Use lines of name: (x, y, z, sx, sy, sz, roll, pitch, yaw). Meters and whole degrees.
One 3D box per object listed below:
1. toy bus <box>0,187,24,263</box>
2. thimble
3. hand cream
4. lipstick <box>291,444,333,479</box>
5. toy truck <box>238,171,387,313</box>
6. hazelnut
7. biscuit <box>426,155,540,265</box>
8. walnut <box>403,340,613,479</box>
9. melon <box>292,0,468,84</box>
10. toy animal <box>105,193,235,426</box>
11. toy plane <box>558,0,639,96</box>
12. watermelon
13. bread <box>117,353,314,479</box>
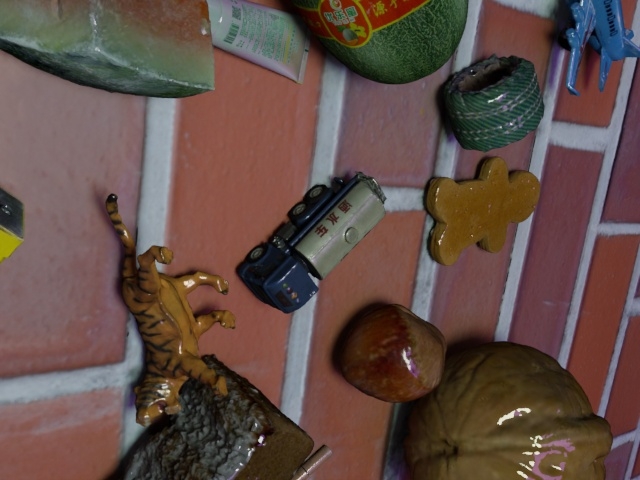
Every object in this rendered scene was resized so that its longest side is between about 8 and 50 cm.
toy bus: (-0.348, -0.054, 0.471, 0.074, 0.081, 0.226, -46, 131, 11)
thimble: (0.241, -0.193, 0.839, 0.135, 0.118, 0.090, -38, 124, -21)
hand cream: (-0.075, -0.224, 0.651, 0.174, 0.047, 0.076, 1, 103, -46)
lipstick: (-0.022, 0.333, 0.872, 0.094, 0.019, 0.019, -36, 122, -23)
toy truck: (0.000, 0.000, 0.741, 0.201, 0.088, 0.074, -45, 127, -16)
hazelnut: (0.102, 0.164, 0.845, 0.154, 0.143, 0.143, 19, 92, -55)
biscuit: (0.256, -0.053, 0.948, 0.240, 0.035, 0.158, -16, 115, -31)
walnut: (0.291, 0.312, 0.934, 0.333, 0.333, 0.332, -12, 111, -33)
melon: (0.049, -0.291, 0.627, 0.182, 0.182, 0.287, -51, 128, -13)
toy animal: (-0.173, 0.062, 0.643, 0.116, 0.114, 0.255, -11, 112, 13)
toy plane: (0.422, -0.362, 0.930, 0.271, 0.105, 0.254, 38, 80, -37)
watermelon: (-0.188, -0.265, 0.518, 0.193, 0.140, 0.256, 5, 94, -45)
bread: (-0.193, 0.335, 0.655, 0.416, 0.165, 0.113, -53, 128, -12)
